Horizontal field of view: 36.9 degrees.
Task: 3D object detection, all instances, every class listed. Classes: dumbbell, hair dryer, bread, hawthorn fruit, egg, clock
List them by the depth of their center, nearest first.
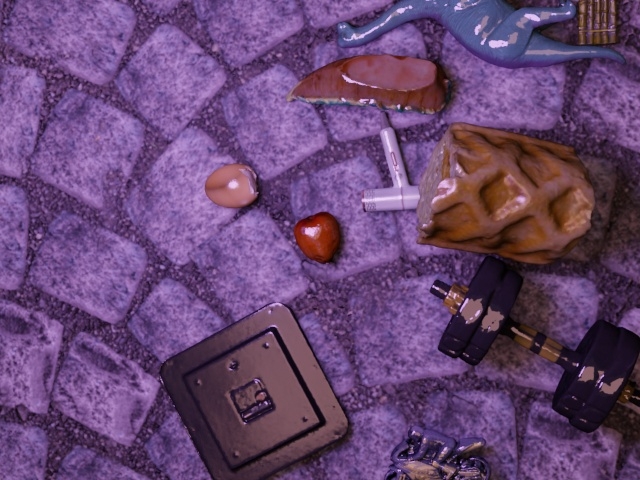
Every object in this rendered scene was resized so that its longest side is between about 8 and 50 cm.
[{"bbox_3d":[0.282,-0.069,1.520,0.252,0.238,0.196,11,122,-4],"label":"bread"},{"bbox_3d":[0.352,0.167,1.558,0.388,0.185,0.185,28,96,8],"label":"dumbbell"},{"bbox_3d":[0.145,-0.144,1.659,0.155,0.044,0.183,-3,88,8],"label":"hair dryer"},{"bbox_3d":[0.000,0.000,1.669,0.081,0.081,0.093,-22,96,10],"label":"hawthorn fruit"},{"bbox_3d":[-0.158,-0.095,1.691,0.096,0.080,0.080,-13,89,8],"label":"egg"},{"bbox_3d":[-0.121,0.282,1.711,0.279,0.049,0.273,-30,86,9],"label":"clock"}]

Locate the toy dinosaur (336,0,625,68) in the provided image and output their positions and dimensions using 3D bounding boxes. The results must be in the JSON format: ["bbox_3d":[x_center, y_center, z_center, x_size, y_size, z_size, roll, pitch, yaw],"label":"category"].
[{"bbox_3d":[0.253,-0.325,1.610,0.331,0.129,0.383,-42,79,14],"label":"toy dinosaur"}]

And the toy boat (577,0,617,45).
[{"bbox_3d":[0.463,-0.384,1.608,0.063,0.016,0.115,-1,92,10],"label":"toy boat"}]

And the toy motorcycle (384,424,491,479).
[{"bbox_3d":[0.193,0.374,1.652,0.193,0.061,0.124,-13,96,18],"label":"toy motorcycle"}]

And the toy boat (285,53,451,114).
[{"bbox_3d":[0.077,-0.267,1.639,0.293,0.099,0.108,1,65,9],"label":"toy boat"}]
